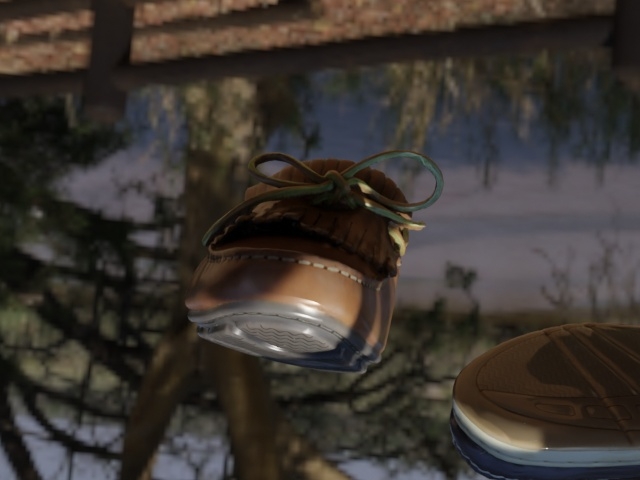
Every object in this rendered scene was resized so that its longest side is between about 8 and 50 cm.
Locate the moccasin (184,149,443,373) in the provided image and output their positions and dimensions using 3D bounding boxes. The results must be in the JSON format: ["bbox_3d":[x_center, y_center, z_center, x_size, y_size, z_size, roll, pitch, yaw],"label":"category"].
[{"bbox_3d":[0.003,0.001,0.986,0.139,0.147,0.380,14,-173,10],"label":"moccasin"}]

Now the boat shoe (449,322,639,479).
[{"bbox_3d":[0.187,0.099,0.781,0.285,0.092,0.103,-6,-144,-33],"label":"boat shoe"}]
